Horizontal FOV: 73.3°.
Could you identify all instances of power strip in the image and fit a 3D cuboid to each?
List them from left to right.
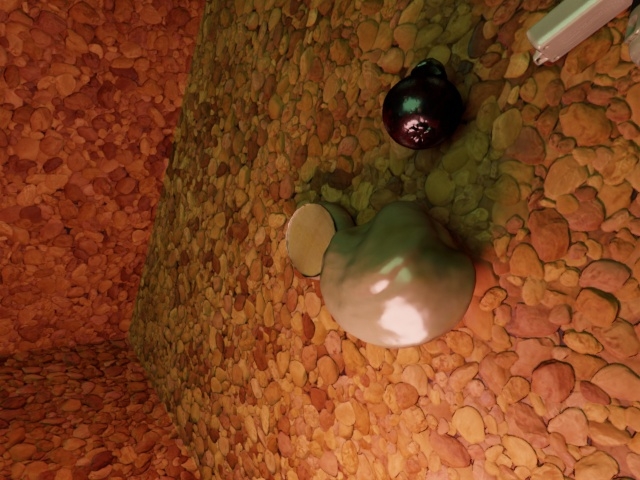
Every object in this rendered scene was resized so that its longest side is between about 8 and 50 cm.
[{"bbox_3d":[0.561,-0.480,0.830,0.338,0.098,0.058,-36,62,39],"label":"power strip"}]

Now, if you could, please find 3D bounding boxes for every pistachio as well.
[{"bbox_3d":[0.180,0.084,1.081,0.446,0.282,0.364,0,75,47],"label":"pistachio"}]

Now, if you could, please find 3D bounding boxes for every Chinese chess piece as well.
[{"bbox_3d":[0.000,0.000,1.394,0.257,0.104,0.256,-1,88,45],"label":"Chinese chess piece"}]

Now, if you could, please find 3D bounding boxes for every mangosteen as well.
[{"bbox_3d":[0.254,-0.330,1.085,0.210,0.210,0.209,-1,88,46],"label":"mangosteen"}]

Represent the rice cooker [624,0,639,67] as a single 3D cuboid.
[{"bbox_3d":[0.624,-0.392,0.674,0.226,0.226,0.243,20,104,44],"label":"rice cooker"}]
